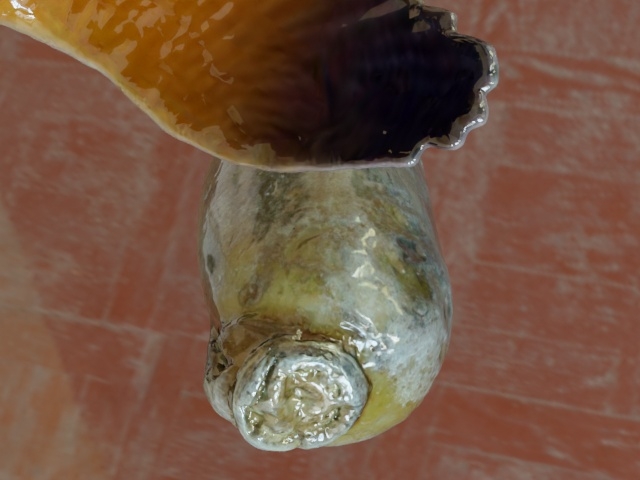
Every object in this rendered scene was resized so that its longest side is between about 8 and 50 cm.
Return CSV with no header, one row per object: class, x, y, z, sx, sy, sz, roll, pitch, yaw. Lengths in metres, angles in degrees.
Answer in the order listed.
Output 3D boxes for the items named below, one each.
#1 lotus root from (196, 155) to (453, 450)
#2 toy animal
lotus root,0.003,0.000,1.178,0.175,0.175,0.349,-26,36,18
toy animal,-0.086,-0.182,0.628,0.302,0.225,0.284,-11,55,34
